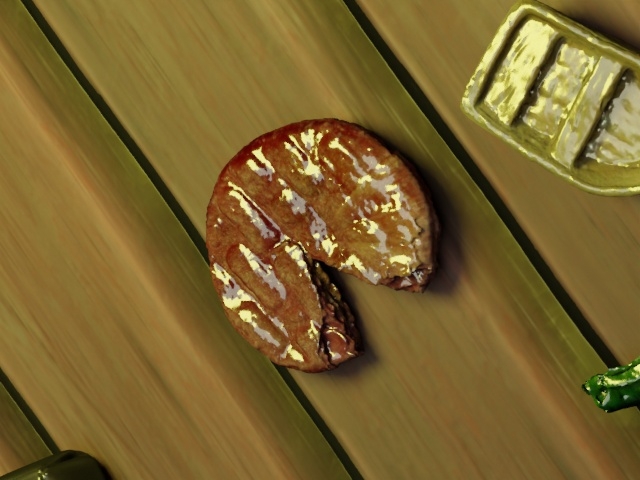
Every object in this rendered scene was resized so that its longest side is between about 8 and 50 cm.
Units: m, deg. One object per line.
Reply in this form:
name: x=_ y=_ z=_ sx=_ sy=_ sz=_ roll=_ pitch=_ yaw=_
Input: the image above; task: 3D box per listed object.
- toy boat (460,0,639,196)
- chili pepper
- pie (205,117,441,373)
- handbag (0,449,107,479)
toy boat: x=0.216 y=-0.104 z=1.521 sx=0.188 sy=0.061 sz=0.116 roll=33 pitch=109 yaw=16
chili pepper: x=0.283 y=0.013 z=1.483 sx=0.065 sy=0.122 sz=0.279 roll=44 pitch=139 yaw=40
pie: x=0.000 y=0.000 z=1.642 sx=0.219 sy=0.054 sz=0.204 roll=-31 pitch=86 yaw=27
handbag: x=-0.283 y=0.350 z=1.801 sx=0.285 sy=0.113 sz=0.257 roll=-28 pitch=94 yaw=25
